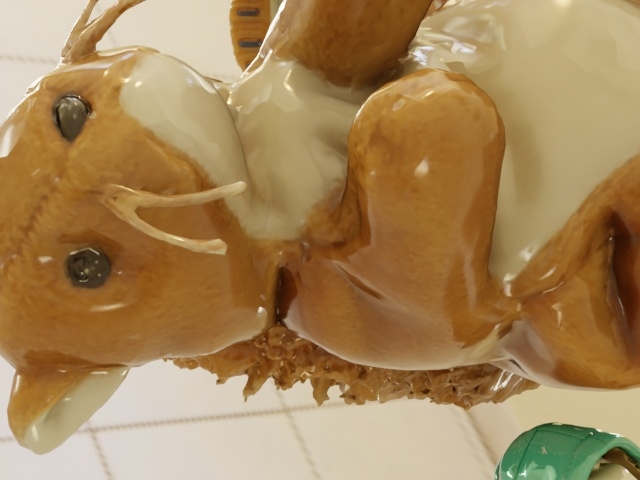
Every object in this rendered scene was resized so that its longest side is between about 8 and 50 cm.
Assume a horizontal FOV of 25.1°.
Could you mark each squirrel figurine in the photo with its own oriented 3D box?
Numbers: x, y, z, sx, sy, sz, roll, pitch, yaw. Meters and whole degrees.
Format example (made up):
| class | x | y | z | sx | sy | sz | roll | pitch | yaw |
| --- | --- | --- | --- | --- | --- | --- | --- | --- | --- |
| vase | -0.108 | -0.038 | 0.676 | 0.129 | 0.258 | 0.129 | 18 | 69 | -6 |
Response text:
| class | x | y | z | sx | sy | sz | roll | pitch | yaw |
| --- | --- | --- | --- | --- | --- | --- | --- | --- | --- |
| squirrel figurine | 0.000 | 0.000 | 0.760 | 0.370 | 0.397 | 0.281 | -15 | 70 | -14 |

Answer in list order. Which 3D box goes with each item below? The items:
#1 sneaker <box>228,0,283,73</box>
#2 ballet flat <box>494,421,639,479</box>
| class | x | y | z | sx | sy | sz | roll | pitch | yaw |
| --- | --- | --- | --- | --- | --- | --- | --- | --- | --- |
| sneaker | -0.014 | -0.268 | 1.126 | 0.112 | 0.296 | 0.131 | 13 | 27 | 8 |
| ballet flat | 0.173 | 0.203 | 0.726 | 0.083 | 0.087 | 0.247 | -29 | 92 | -33 |
